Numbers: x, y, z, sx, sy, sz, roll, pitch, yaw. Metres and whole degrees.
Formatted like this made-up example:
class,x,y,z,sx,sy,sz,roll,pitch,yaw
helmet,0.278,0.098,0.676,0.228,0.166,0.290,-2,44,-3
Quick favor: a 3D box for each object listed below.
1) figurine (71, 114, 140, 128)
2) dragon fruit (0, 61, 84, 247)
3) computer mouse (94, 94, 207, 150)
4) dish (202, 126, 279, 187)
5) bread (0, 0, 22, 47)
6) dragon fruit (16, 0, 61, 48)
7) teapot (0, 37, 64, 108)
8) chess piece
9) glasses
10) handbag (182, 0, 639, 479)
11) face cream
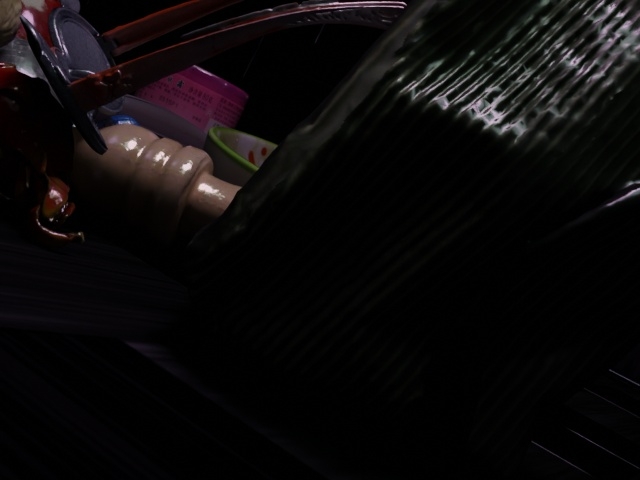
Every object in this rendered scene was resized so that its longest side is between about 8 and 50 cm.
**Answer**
class,x,y,z,sx,sy,sz,roll,pitch,yaw
figurine,-0.302,-0.144,1.235,0.136,0.079,0.077,22,7,-41
dragon fruit,-0.212,-0.053,0.657,0.094,0.094,0.190,21,27,-54
computer mouse,-0.263,-0.147,1.356,0.232,0.120,0.057,22,37,-43
dish,0.000,0.000,1.018,0.324,0.124,0.324,25,10,-5
bread,-0.378,-0.244,0.791,0.155,0.187,0.338,4,16,3
dragon fruit,-0.566,-0.376,1.658,0.250,0.250,0.315,22,22,-52
teapot,-0.342,-0.159,0.975,0.149,0.111,0.108,30,14,-29
chess piece,-0.125,-0.038,0.786,0.307,0.124,0.138,23,32,2
glasses,-0.088,-0.178,0.713,0.234,0.268,0.118,-111,177,-70
handbag,0.102,-0.024,0.571,0.240,0.340,0.247,45,-1,3
face cream,-0.236,-0.195,1.540,0.175,0.194,0.175,26,2,-1
